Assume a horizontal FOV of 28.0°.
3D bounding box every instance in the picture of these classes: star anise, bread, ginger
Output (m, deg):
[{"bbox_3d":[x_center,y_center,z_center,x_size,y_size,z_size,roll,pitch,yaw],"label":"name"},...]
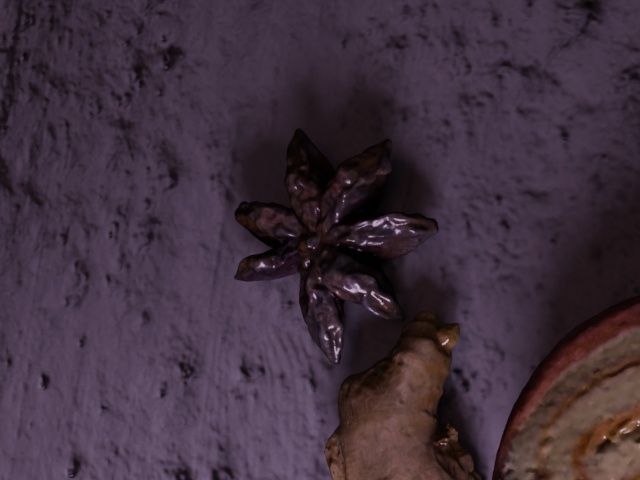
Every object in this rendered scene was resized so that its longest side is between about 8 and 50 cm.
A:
[{"bbox_3d":[0.013,-0.010,1.196,0.212,0.073,0.197,39,99,28],"label":"star anise"},{"bbox_3d":[0.241,0.151,1.000,0.244,0.123,0.190,-38,58,14],"label":"bread"},{"bbox_3d":[0.066,0.171,1.119,0.137,0.074,0.213,-11,75,15],"label":"ginger"}]
